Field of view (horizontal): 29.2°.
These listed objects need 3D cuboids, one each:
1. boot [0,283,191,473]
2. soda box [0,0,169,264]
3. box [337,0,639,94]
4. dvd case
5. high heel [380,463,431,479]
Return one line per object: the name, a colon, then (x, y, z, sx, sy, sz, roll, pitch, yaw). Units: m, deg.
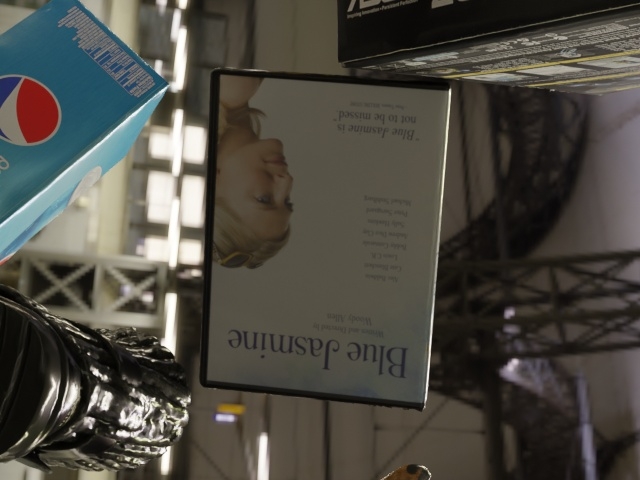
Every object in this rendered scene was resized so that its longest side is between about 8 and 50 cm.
boot: (-0.280, 0.070, 0.865, 0.131, 0.348, 0.260, -65, 166, -2)
soda box: (-0.161, -0.019, 0.527, 0.210, 0.067, 0.071, -47, 180, -38)
box: (0.254, -0.170, 0.830, 0.395, 0.318, 0.097, -3, -93, 50)
dvd case: (0.000, 0.000, 0.938, 0.022, 0.180, 0.253, -57, 151, -76)
high heel: (-0.055, 0.206, 0.869, 0.261, 0.186, 0.093, -53, 171, 22)
